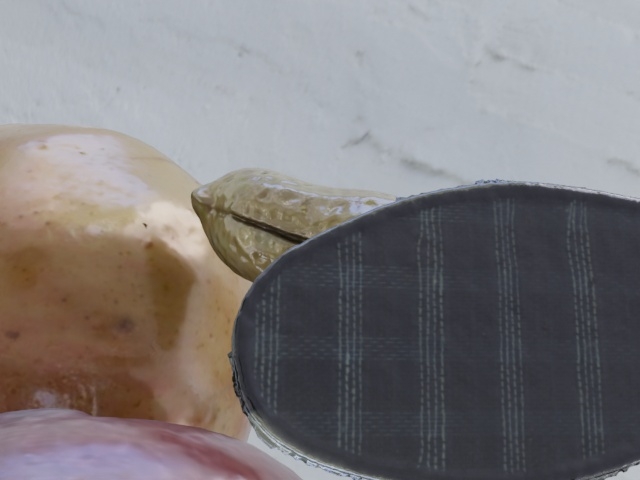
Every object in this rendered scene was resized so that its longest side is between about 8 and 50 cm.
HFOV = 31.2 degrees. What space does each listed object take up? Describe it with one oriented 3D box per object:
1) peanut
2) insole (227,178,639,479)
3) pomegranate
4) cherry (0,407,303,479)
[{"bbox_3d":[0.000,0.000,0.664,0.174,0.080,0.080,18,-106,30],"label":"peanut"},{"bbox_3d":[0.122,0.033,0.393,0.309,0.012,0.110,4,-109,-13],"label":"insole"},{"bbox_3d":[-0.208,0.068,0.805,0.338,0.338,0.338,2,-98,-15],"label":"pomegranate"},{"bbox_3d":[-0.107,0.188,0.542,0.307,0.261,0.221,1,-92,-30],"label":"cherry"}]
